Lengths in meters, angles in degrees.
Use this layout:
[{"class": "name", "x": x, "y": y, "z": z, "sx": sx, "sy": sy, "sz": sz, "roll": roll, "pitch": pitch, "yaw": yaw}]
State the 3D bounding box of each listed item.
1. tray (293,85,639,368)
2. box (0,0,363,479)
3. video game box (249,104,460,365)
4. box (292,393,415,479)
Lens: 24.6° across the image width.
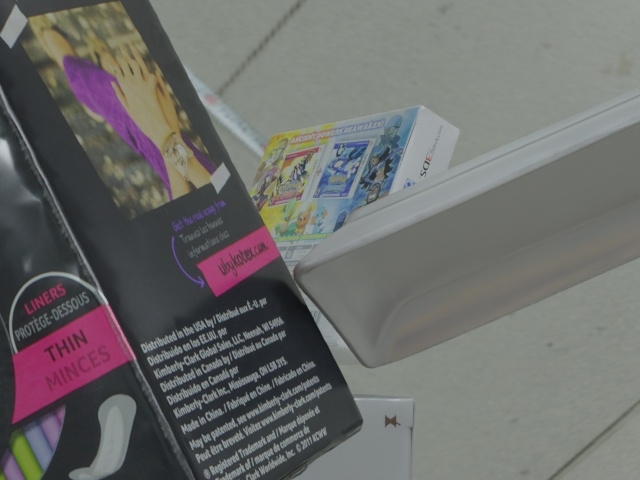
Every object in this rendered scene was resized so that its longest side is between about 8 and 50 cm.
[{"class": "tray", "x": 0.124, "y": -0.025, "z": 0.651, "sx": 0.270, "sy": 0.145, "sz": 0.030, "roll": -24, "pitch": 65, "yaw": 5}, {"class": "box", "x": -0.130, "y": 0.006, "z": 0.608, "sx": 0.165, "sy": 0.143, "sz": 0.270, "roll": -30, "pitch": 85, "yaw": 26}, {"class": "video game box", "x": 0.000, "y": 0.000, "z": 1.099, "sx": 0.205, "sy": 0.048, "sz": 0.187, "roll": -4, "pitch": 64, "yaw": 56}, {"class": "box", "x": -0.013, "y": 0.154, "z": 0.866, "sx": 0.091, "sy": 0.170, "sz": 0.130, "roll": 3, "pitch": 83, "yaw": -15}]
